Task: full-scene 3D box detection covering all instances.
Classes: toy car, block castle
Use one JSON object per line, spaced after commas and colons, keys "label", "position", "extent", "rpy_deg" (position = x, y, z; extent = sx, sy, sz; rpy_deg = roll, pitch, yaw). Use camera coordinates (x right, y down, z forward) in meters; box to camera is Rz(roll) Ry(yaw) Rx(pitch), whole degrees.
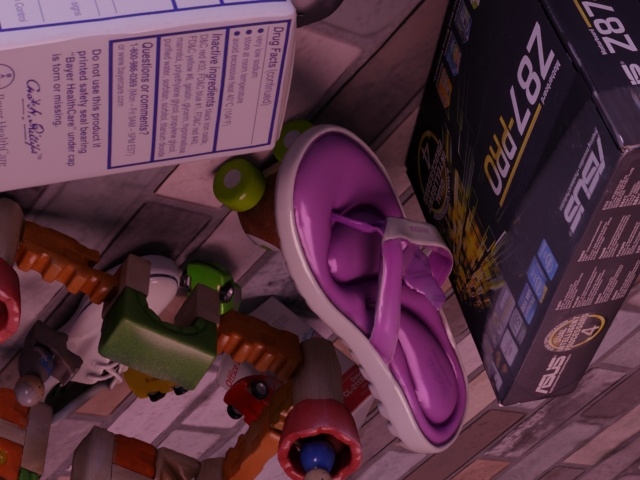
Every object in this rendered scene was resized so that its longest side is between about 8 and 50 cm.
{"label": "toy car", "position": [0.000, 0.000, 1.398], "extent": [0.149, 0.188, 0.155], "rpy_deg": [-32, 145, 16]}
{"label": "block castle", "position": [-0.217, 0.188, 1.381], "extent": [0.453, 0.212, 0.303], "rpy_deg": [25, 122, -21]}
{"label": "toy car", "position": [-0.119, 0.114, 1.567], "extent": [0.053, 0.239, 0.225], "rpy_deg": [-44, 144, -50]}

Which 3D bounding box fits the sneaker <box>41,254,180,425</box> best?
{"label": "sneaker", "position": [-0.237, 0.117, 1.523], "extent": [0.094, 0.091, 0.258], "rpy_deg": [14, 133, -41]}

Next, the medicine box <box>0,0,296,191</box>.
{"label": "medicine box", "position": [-0.192, -0.184, 0.964], "extent": [0.289, 0.263, 0.149], "rpy_deg": [-9, 145, -17]}

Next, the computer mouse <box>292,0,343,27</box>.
{"label": "computer mouse", "position": [-0.085, -0.192, 1.214], "extent": [0.242, 0.041, 0.071], "rpy_deg": [-22, 147, 3]}

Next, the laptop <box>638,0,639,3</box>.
{"label": "laptop", "position": [0.346, -0.139, 1.437], "extent": [0.264, 0.136, 0.234], "rpy_deg": [-15, 146, -9]}

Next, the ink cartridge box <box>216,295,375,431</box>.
{"label": "ink cartridge box", "position": [-0.029, 0.170, 1.633], "extent": [0.072, 0.175, 0.127], "rpy_deg": [-39, 161, -38]}

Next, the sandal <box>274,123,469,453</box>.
{"label": "sandal", "position": [0.083, 0.047, 1.317], "extent": [0.102, 0.169, 0.416], "rpy_deg": [1, 139, 31]}

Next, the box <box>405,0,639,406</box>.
{"label": "box", "position": [0.199, -0.080, 1.277], "extent": [0.097, 0.318, 0.395], "rpy_deg": [-10, 146, -17]}
